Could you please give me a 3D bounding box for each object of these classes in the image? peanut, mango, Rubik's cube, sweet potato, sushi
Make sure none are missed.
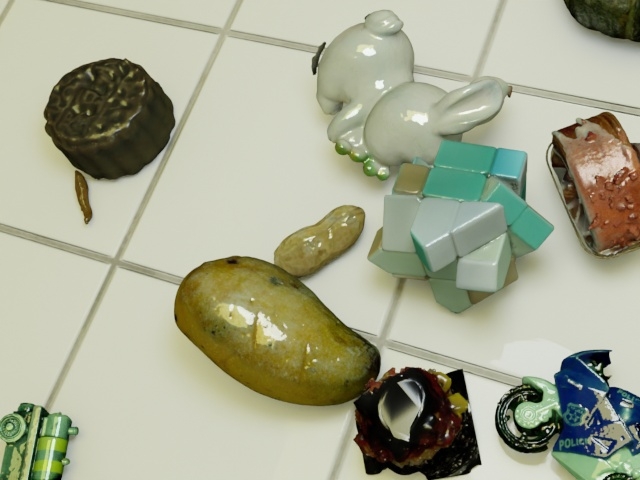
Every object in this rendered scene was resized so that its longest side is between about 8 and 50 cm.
[{"bbox_3d":[0.000,0.000,1.484,0.174,0.080,0.080,-34,63,-1],"label":"peanut"},{"bbox_3d":[-0.073,0.148,1.399,0.329,0.175,0.176,38,102,7],"label":"mango"},{"bbox_3d":[0.214,-0.008,1.366,0.265,0.224,0.213,9,53,19],"label":"Rubik's cube"},{"bbox_3d":[-0.431,-0.077,1.651,0.026,0.026,0.115,-21,68,3],"label":"sweet potato"},{"bbox_3d":[0.129,0.256,1.298,0.172,0.150,0.153,-12,64,8],"label":"sushi"}]

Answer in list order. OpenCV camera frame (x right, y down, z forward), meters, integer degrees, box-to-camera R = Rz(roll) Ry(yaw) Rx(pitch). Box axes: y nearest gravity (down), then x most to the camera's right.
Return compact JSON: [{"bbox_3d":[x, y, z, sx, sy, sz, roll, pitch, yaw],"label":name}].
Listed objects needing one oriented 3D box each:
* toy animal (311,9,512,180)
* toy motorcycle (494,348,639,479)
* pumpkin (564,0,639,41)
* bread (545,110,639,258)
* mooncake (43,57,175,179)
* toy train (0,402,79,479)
[{"bbox_3d":[0.141,-0.231,1.490,0.310,0.183,0.247,50,118,29],"label":"toy animal"},{"bbox_3d":[0.413,0.271,1.247,0.331,0.125,0.196,30,77,27],"label":"toy motorcycle"},{"bbox_3d":[0.551,-0.472,1.507,0.320,0.192,0.320,-6,66,13],"label":"pumpkin"},{"bbox_3d":[0.426,-0.088,1.353,0.142,0.212,0.224,-19,62,9],"label":"bread"},{"bbox_3d":[-0.389,-0.231,1.656,0.228,0.124,0.228,-6,64,12],"label":"mooncake"},{"bbox_3d":[-0.452,0.357,1.434,0.132,0.083,0.200,2,66,2],"label":"toy train"}]
